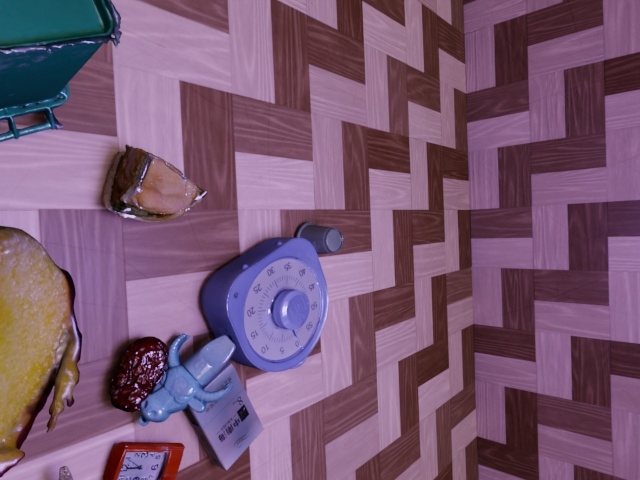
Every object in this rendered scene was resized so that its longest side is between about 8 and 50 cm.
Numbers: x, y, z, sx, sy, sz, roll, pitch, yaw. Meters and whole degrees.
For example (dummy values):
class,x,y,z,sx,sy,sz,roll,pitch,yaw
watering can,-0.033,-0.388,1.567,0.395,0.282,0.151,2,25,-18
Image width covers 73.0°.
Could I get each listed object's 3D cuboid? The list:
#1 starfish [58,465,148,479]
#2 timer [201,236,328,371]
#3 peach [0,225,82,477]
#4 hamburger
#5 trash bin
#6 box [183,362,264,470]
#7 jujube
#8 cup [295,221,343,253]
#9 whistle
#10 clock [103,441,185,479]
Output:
class,x,y,z,sx,sy,sz,roll,pitch,yaw
starfish,-0.504,0.569,0.873,0.295,0.048,0.231,-32,117,-27
timer,-0.122,0.202,1.247,0.395,0.174,0.394,2,87,-49
peach,-0.548,0.168,0.616,0.353,0.339,0.416,40,80,6
hamburger,-0.386,-0.113,1.009,0.208,0.136,0.155,23,88,-61
trash bin,-0.502,-0.319,0.664,0.259,0.381,0.294,-36,116,-42
box,-0.263,0.467,1.162,0.155,0.067,0.242,-36,116,-41
jujube,-0.413,0.296,0.974,0.104,0.104,0.165,48,59,-37
cup,0.000,0.000,1.412,0.120,0.141,0.119,-3,94,-48
whistle,-0.321,0.338,1.045,0.274,0.186,0.093,-42,162,-21
clock,-0.410,0.521,0.999,0.155,0.061,0.113,25,79,-42
